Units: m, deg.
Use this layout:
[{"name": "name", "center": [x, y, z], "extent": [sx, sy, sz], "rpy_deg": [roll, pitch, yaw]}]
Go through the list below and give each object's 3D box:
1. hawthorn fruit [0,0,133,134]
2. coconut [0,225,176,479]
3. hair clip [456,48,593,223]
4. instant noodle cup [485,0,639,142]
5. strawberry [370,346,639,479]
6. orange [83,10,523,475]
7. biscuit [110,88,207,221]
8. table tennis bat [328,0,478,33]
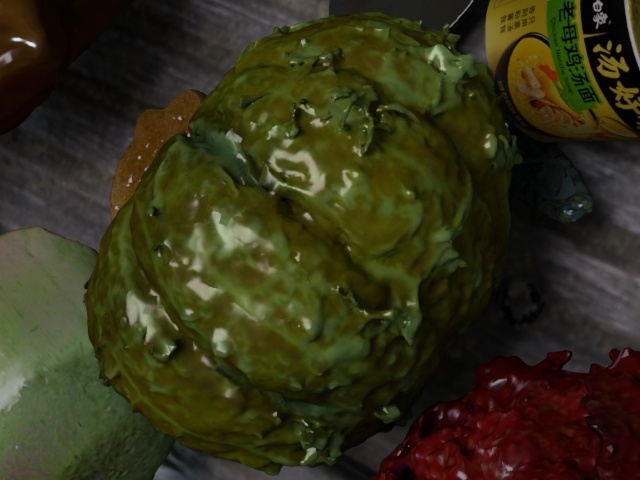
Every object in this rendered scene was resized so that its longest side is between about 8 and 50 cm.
[{"name": "hawthorn fruit", "center": [-0.333, -0.279, 1.257], "extent": [0.472, 0.472, 0.471], "rpy_deg": [-7, 76, 31]}, {"name": "coconut", "center": [-0.213, 0.102, 1.239], "extent": [0.205, 0.236, 0.236], "rpy_deg": [-34, 59, -13]}, {"name": "hair clip", "center": [0.110, -0.073, 1.163], "extent": [0.066, 0.036, 0.229], "rpy_deg": [-51, 48, 7]}, {"name": "instant noodle cup", "center": [0.182, -0.123, 1.072], "extent": [0.122, 0.151, 0.151], "rpy_deg": [-12, 73, 40]}, {"name": "strawberry", "center": [0.132, 0.187, 0.990], "extent": [0.274, 0.220, 0.274], "rpy_deg": [-6, 78, 27]}, {"name": "orange", "center": [0.000, 0.000, 1.065], "extent": [0.223, 0.300, 0.301], "rpy_deg": [37, 86, -6]}, {"name": "biscuit", "center": [-0.073, -0.006, 1.265], "extent": [0.166, 0.036, 0.225], "rpy_deg": [-49, 64, 11]}, {"name": "table tennis bat", "center": [0.094, -0.220, 1.209], "extent": [0.234, 0.022, 0.131], "rpy_deg": [-50, 47, 12]}]
